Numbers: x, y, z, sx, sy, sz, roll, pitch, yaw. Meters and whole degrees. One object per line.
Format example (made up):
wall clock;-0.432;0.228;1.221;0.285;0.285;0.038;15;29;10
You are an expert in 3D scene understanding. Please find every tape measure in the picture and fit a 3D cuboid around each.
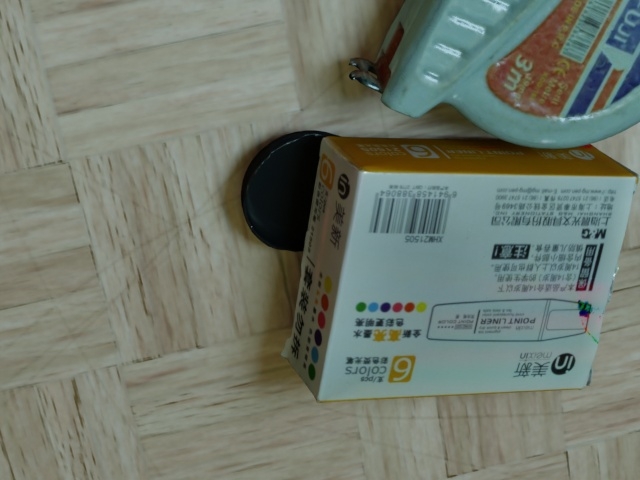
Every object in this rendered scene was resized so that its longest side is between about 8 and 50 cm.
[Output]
tape measure;0.181;-0.195;1.110;0.246;0.125;0.243;20;114;-15

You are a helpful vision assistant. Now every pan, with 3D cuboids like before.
pan;-0.001;-0.001;1.202;0.115;0.040;0.212;-18;118;-5

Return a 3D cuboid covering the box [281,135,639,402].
box;0.121;0.026;1.186;0.274;0.091;0.220;2;113;-23
